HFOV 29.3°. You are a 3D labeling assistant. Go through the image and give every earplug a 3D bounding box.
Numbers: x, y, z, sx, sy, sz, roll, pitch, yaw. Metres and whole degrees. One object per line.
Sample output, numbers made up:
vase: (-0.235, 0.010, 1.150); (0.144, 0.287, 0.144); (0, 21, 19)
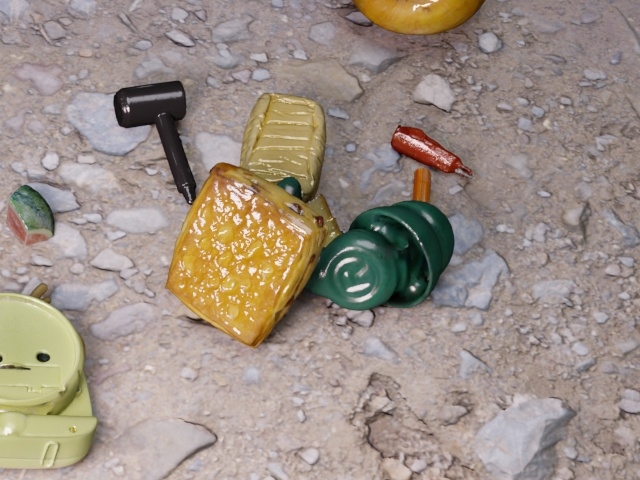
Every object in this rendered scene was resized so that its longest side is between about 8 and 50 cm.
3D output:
earplug: (0.076, 0.003, 1.918); (0.280, 0.164, 0.257); (-22, 49, -39)

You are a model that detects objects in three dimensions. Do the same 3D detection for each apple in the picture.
apple: (0.187, -0.537, 2.292); (0.299, 0.299, 0.275); (8, 36, -4)

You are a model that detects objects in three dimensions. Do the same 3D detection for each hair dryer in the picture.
hair dryer: (-0.264, -0.156, 2.051); (0.114, 0.070, 0.248); (-10, 63, -19)

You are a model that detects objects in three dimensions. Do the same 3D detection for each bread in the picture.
bread: (0.000, 0.000, 1.952); (0.084, 0.080, 0.109); (-28, 59, -26)
bread: (-0.064, -0.136, 2.032); (0.140, 0.106, 0.236); (11, 51, -3)
bread: (-0.112, 0.021, 1.834); (0.210, 0.235, 0.099); (32, 18, 17)

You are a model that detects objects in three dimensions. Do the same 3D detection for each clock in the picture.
clock: (-0.437, 0.169, 1.704); (0.235, 0.096, 0.308); (4, 46, -20)

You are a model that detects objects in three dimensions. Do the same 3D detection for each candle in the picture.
candle: (0.197, -0.152, 2.130); (0.162, 0.048, 0.053); (29, 82, 11)

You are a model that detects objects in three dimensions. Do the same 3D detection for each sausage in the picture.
sausage: (0.171, -0.075, 2.075); (0.031, 0.031, 0.107); (9, 50, -3)

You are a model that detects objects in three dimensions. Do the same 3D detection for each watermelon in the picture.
watermelon: (-0.460, -0.037, 1.905); (0.072, 0.092, 0.084); (-44, 53, 7)
